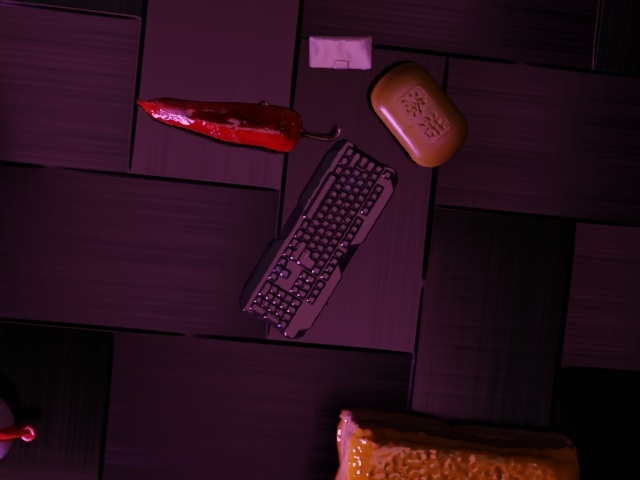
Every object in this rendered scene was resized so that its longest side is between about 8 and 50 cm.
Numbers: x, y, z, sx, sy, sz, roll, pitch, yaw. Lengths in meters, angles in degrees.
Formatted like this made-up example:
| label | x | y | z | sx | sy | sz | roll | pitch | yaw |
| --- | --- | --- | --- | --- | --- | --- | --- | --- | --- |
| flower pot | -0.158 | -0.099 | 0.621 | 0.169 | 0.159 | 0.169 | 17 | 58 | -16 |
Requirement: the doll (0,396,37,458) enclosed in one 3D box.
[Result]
| label | x | y | z | sx | sy | sz | roll | pitch | yaw |
| --- | --- | --- | --- | --- | --- | --- | --- | --- | --- |
| doll | -0.479 | 0.231 | 1.707 | 0.245 | 0.076 | 0.142 | 4 | 95 | -4 |

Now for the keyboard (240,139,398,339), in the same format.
| label | x | y | z | sx | sy | sz | roll | pitch | yaw |
| --- | --- | --- | --- | --- | --- | --- | --- | --- | --- |
| keyboard | 0.000 | 0.000 | 1.780 | 0.106 | 0.016 | 0.262 | 32 | 90 | -9 |

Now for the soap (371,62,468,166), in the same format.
| label | x | y | z | sx | sy | sz | roll | pitch | yaw |
| --- | --- | --- | --- | --- | --- | --- | --- | --- | --- |
| soap | 0.131 | -0.164 | 1.771 | 0.089 | 0.045 | 0.140 | -39 | 98 | 1 |

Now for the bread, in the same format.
| label | x | y | z | sx | sy | sz | roll | pitch | yaw |
| --- | --- | --- | --- | --- | --- | --- | --- | --- | --- |
| bread | 0.159 | 0.397 | 1.771 | 0.324 | 0.143 | 0.333 | 11 | 93 | -10 |

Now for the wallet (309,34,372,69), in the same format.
| label | x | y | z | sx | sy | sz | roll | pitch | yaw |
| --- | --- | --- | --- | --- | --- | --- | --- | --- | --- |
| wallet | 0.027 | -0.245 | 1.767 | 0.083 | 0.011 | 0.044 | 0 | 95 | -8 |

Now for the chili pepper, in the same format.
| label | x | y | z | sx | sy | sz | roll | pitch | yaw |
| --- | --- | --- | --- | --- | --- | --- | --- | --- | --- |
| chili pepper | -0.103 | -0.152 | 1.738 | 0.268 | 0.050 | 0.059 | 10 | 109 | -8 |
